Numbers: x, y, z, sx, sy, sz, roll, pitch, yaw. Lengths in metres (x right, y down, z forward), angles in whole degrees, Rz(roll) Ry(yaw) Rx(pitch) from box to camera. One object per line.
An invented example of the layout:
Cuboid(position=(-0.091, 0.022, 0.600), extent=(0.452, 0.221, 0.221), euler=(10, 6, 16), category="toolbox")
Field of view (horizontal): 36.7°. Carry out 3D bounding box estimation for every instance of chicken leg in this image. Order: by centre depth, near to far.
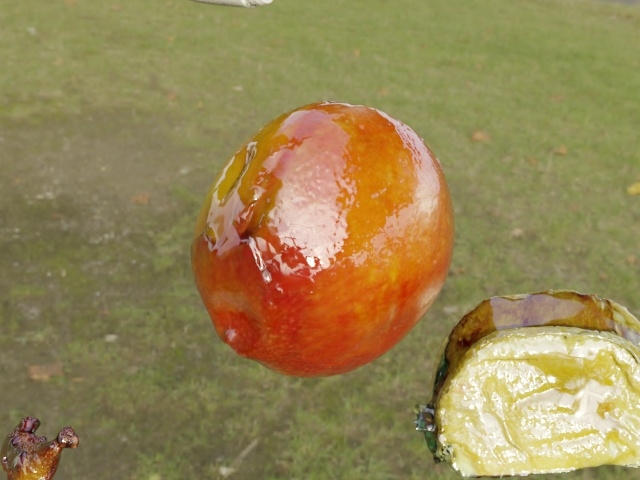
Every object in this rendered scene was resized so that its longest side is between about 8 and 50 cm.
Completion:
Cuboid(position=(-0.344, 0.258, 1.158), extent=(0.048, 0.090, 0.219), euler=(17, -14, -27), category="chicken leg")

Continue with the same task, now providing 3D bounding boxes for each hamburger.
Cuboid(position=(0.259, 0.163, 1.116), extent=(0.308, 0.211, 0.132), euler=(-3, 0, 4), category="hamburger")

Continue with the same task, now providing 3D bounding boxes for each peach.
Cuboid(position=(0.002, 0.002, 1.202), extent=(0.290, 0.373, 0.372), euler=(46, 35, 22), category="peach")

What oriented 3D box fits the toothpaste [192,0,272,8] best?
Cuboid(position=(-0.117, -0.275, 1.075), extent=(0.048, 0.031, 0.190), euler=(7, 6, -42), category="toothpaste")
